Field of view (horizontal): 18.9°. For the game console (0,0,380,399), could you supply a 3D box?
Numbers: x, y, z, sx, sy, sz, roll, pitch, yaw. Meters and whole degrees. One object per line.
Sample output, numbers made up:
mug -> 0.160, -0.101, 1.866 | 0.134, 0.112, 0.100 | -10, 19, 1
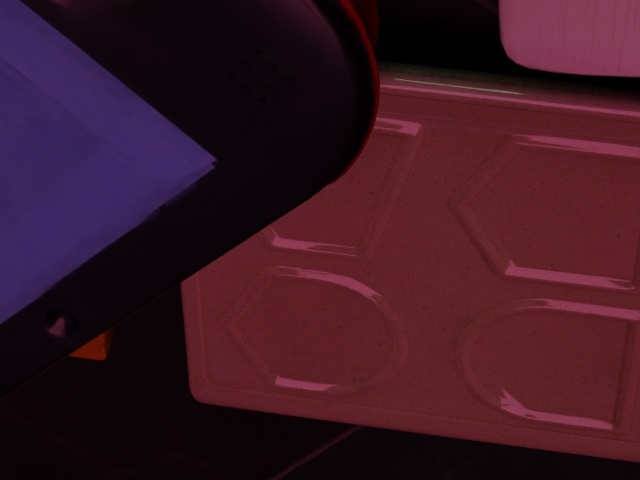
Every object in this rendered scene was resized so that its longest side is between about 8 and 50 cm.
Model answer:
game console -> -0.205, -0.069, 0.676 | 0.342, 0.060, 0.386 | 36, 132, -26

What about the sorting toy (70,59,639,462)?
sorting toy -> 0.000, 0.000, 0.786 | 0.307, 0.041, 0.229 | 7, 139, 8

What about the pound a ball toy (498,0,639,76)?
pound a ball toy -> 0.206, -0.099, 0.494 | 0.319, 0.208, 0.136 | 2, 142, 5
